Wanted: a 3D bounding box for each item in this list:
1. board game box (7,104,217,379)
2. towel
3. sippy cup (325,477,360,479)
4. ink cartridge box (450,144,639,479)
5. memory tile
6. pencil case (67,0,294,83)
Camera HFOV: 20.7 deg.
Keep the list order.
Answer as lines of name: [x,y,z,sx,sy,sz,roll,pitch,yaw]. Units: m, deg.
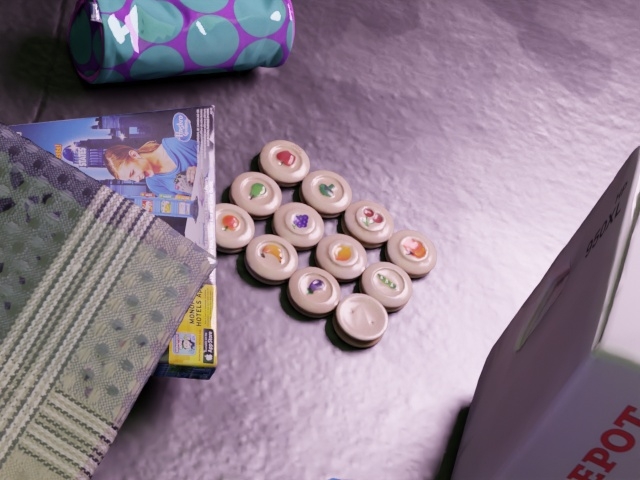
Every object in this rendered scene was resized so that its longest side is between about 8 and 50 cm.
board game box: [-0.165,-0.001,1.111,0.194,0.060,0.194,5,59,-12]
towel: [-0.266,0.064,1.002,0.312,0.056,0.324,31,69,1]
sippy cup: [-0.013,0.240,0.893,0.240,0.224,0.305,27,53,1]
ink cartridge box: [0.297,0.148,1.024,0.395,0.285,0.166,24,53,-1]
memory tile: [0.000,0.000,1.198,0.148,0.012,0.113,35,53,7]
pencil case: [-0.097,-0.150,1.236,0.152,0.064,0.070,-6,84,-23]
